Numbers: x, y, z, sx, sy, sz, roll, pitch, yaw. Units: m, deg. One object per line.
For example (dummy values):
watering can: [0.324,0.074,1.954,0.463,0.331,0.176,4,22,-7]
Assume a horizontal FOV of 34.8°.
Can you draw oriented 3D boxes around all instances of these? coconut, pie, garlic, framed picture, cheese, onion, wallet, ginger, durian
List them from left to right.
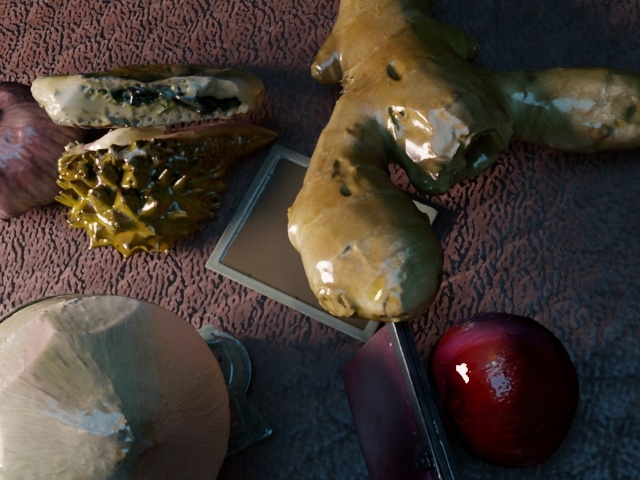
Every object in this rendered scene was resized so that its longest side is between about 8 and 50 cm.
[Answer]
garlic: [-0.319,-0.094,1.031,0.159,0.102,0.147,-11,68,12]
coconut: [-0.182,0.146,0.820,0.224,0.224,0.234,-53,28,-8]
pie: [-0.164,-0.141,0.981,0.218,0.185,0.052,-5,103,-10]
durian: [-0.145,-0.068,0.972,0.224,0.078,0.140,-24,80,-6]
cheese: [-0.089,0.132,0.921,0.067,0.026,0.121,-27,65,5]
framed picture: [0.000,0.000,0.957,0.183,0.011,0.142,24,77,22]
ginger: [0.071,-0.108,0.909,0.363,0.122,0.348,-40,55,-15]
wallet: [0.072,0.189,0.816,0.025,0.119,0.232,-4,63,-25]
onion: [0.143,0.118,0.810,0.131,0.131,0.131,-5,68,13]
